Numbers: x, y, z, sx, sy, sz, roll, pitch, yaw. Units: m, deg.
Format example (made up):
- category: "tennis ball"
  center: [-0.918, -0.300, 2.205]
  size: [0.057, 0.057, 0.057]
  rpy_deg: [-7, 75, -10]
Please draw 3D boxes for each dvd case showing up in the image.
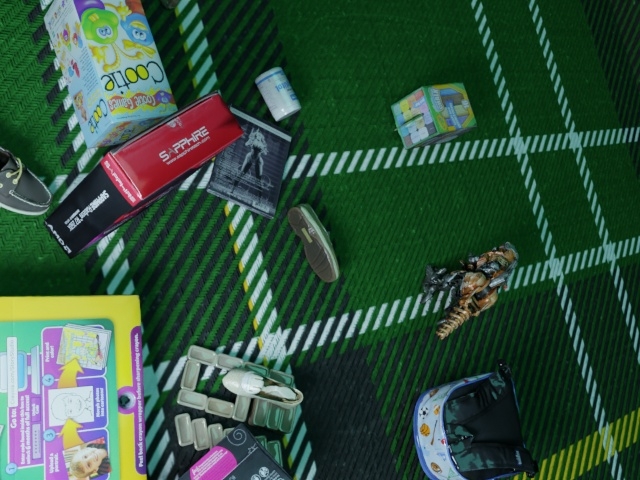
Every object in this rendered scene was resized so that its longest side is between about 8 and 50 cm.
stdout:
- category: "dvd case"
  center: [-0.154, -0.176, 1.612]
  size: [0.164, 0.018, 0.221]
  rpy_deg: [23, 64, -28]

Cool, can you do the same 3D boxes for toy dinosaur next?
- category: "toy dinosaur"
  center: [0.363, 0.114, 1.775]
  size: [0.322, 0.218, 0.164]
  rpy_deg: [-21, 89, -39]

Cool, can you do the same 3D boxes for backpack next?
- category: "backpack"
  center: [0.331, 0.432, 1.662]
  size: [0.263, 0.213, 0.277]
  rpy_deg: [3, 68, -44]

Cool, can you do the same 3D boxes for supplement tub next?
- category: "supplement tub"
  center: [-0.097, -0.337, 1.670]
  size: [0.071, 0.071, 0.107]
  rpy_deg: [-32, 95, -38]

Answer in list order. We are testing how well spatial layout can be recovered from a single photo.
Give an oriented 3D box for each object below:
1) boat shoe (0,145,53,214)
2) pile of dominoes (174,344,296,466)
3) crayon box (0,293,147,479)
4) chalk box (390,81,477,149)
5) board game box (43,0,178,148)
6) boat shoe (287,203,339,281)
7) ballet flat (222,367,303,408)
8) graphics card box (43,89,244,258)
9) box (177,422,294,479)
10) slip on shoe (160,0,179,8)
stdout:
- category: "boat shoe"
  center: [-0.557, -0.122, 1.252]
  size: [0.227, 0.068, 0.081]
  rpy_deg: [36, 45, -33]
- category: "pile of dominoes"
  center: [-0.171, 0.337, 1.446]
  size: [0.251, 0.040, 0.196]
  rpy_deg: [21, 64, -21]
- category: "crayon box"
  center: [-0.455, 0.274, 1.190]
  size: [0.313, 0.106, 0.363]
  rpy_deg: [2, 79, -35]
- category: "chalk box"
  center: [0.281, -0.325, 1.904]
  size: [0.213, 0.132, 0.132]
  rpy_deg: [-15, 85, -39]
- category: "board game box"
  center: [-0.403, -0.338, 1.399]
  size: [0.142, 0.144, 0.275]
  rpy_deg: [-17, 87, -39]
- category: "boat shoe"
  center: [0.000, 0.000, 1.645]
  size: [0.072, 0.068, 0.190]
  rpy_deg: [-27, 93, -50]
- category: "ballet flat"
  center: [-0.110, 0.289, 1.440]
  size: [0.168, 0.052, 0.057]
  rpy_deg: [21, 64, -21]
- category: "graphics card box"
  center: [-0.314, -0.104, 1.249]
  size: [0.233, 0.371, 0.094]
  rpy_deg: [-42, 101, -38]
- category: "box"
  center: [-0.185, 0.474, 1.271]
  size: [0.163, 0.142, 0.247]
  rpy_deg: [46, 60, 11]
- category: "slip on shoe"
  center: [-0.348, -0.571, 1.575]
  size: [0.051, 0.041, 0.135]
  rpy_deg: [-29, 94, -38]
